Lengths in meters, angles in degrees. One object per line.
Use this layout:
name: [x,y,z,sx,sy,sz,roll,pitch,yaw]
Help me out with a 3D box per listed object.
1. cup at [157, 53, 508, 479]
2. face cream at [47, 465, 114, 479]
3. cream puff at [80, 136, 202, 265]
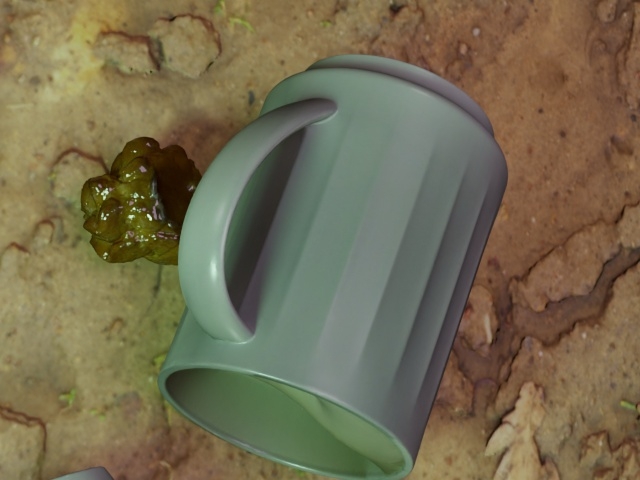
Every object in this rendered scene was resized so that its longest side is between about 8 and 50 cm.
cup: [0.000,0.000,1.318,0.323,0.237,0.327,48,55,-48]
face cream: [-0.202,0.245,1.218,0.117,0.117,0.104,-13,80,-36]
cream puff: [-0.156,-0.027,1.334,0.116,0.094,0.122,58,32,-14]
